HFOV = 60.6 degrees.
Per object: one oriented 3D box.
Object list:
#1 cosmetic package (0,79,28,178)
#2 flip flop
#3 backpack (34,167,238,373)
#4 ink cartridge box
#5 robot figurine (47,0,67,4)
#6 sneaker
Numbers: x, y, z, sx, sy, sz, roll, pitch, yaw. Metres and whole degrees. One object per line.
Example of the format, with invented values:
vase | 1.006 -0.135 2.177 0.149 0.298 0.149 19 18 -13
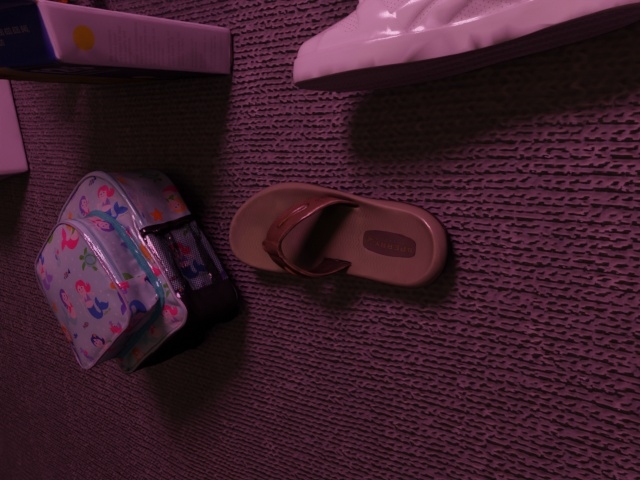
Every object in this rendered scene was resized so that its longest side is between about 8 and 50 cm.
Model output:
cosmetic package | -0.711 -0.329 1.005 0.229 0.161 0.454 -4 99 38
flip flop | 0.000 0.000 0.591 0.276 0.080 0.113 10 107 35
backpack | -0.260 0.034 0.741 0.225 0.191 0.254 -39 71 37
ink cartridge box | -0.316 -0.221 0.635 0.303 0.307 0.072 11 108 35
robot figurine | -0.452 -0.395 0.784 0.291 0.210 0.085 57 163 22
sneaker | 0.099 -0.229 0.454 0.292 0.108 0.169 -7 95 28
